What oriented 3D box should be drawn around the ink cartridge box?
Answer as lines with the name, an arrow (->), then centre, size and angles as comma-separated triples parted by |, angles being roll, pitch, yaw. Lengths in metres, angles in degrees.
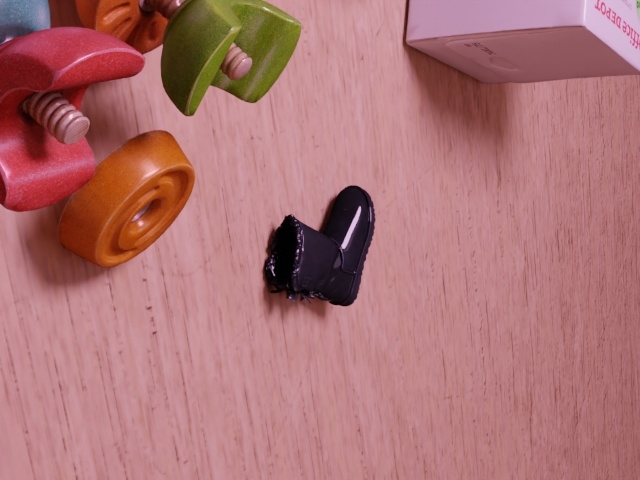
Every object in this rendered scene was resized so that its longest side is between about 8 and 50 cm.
ink cartridge box -> 0.230, -0.320, 0.966 | 0.198, 0.197, 0.270 | 8, 86, -54

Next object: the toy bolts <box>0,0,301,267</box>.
toy bolts -> -0.160, -0.100, 0.540 | 0.218, 0.158, 0.228 | -55, 166, 25

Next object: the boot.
boot -> 0.000, 0.000, 0.803 | 0.099, 0.045, 0.121 | 20, 77, -50
